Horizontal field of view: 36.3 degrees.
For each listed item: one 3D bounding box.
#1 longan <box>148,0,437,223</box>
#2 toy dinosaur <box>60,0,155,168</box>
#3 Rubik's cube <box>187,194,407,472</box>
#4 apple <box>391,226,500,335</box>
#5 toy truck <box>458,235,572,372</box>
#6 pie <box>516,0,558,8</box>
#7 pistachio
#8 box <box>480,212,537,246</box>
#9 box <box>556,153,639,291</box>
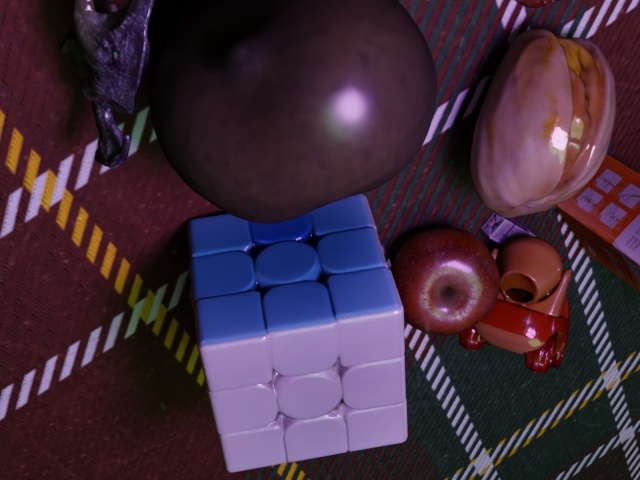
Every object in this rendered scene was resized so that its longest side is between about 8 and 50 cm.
[{"bbox_3d":[-0.038,-0.186,1.232,0.360,0.361,0.361,-17,133,-19],"label":"longan"},{"bbox_3d":[-0.259,-0.223,1.198,0.077,0.162,0.294,-26,150,-28],"label":"toy dinosaur"},{"bbox_3d":[-0.037,0.138,1.502,0.290,0.292,0.291,-9,130,-3],"label":"Rubik's cube"},{"bbox_3d":[0.215,0.068,1.731,0.201,0.162,0.201,-1,115,-2],"label":"apple"},{"bbox_3d":[0.386,0.113,1.846,0.265,0.189,0.239,9,98,-70],"label":"toy truck"},{"bbox_3d":[0.342,-0.435,1.467,0.182,0.050,0.182,-18,135,-18],"label":"pie"},{"bbox_3d":[0.347,-0.178,1.568,0.229,0.230,0.309,3,107,-33],"label":"pistachio"},{"bbox_3d":[0.355,-0.013,1.838,0.117,0.036,0.051,26,110,-44],"label":"box"},{"bbox_3d":[0.618,0.011,1.802,0.143,0.341,0.225,-47,136,0],"label":"box"}]
